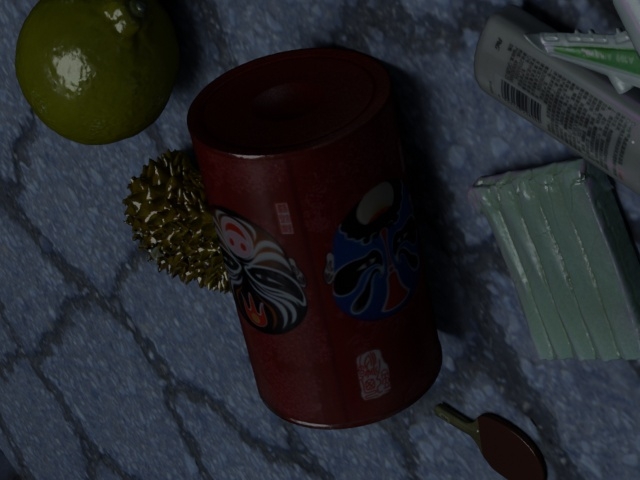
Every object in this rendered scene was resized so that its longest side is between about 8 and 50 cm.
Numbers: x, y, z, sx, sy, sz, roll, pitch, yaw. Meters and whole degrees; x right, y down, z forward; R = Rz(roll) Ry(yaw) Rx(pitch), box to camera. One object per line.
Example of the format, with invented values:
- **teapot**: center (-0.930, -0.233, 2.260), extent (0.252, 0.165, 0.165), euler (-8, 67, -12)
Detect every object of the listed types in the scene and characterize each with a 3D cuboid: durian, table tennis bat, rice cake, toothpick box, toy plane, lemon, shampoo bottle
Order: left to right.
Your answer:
- **lemon**: center (-0.248, -0.205, 1.944), extent (0.184, 0.184, 0.248), euler (52, 152, 8)
- **durian**: center (-0.129, -0.003, 2.023), extent (0.250, 0.138, 0.183), euler (21, 127, 39)
- **toothpick box**: center (0.000, 0.000, 1.741), extent (0.204, 0.204, 0.333), euler (27, 140, 43)
- **table tennis bat**: center (0.184, 0.216, 1.877), extent (0.156, 0.013, 0.087), euler (28, 143, 39)
- **rice cake**: center (0.223, 0.020, 1.584), extent (0.189, 0.037, 0.198), euler (-8, 112, 59)
- **shampoo bottle**: center (0.225, -0.107, 1.430), extent (0.227, 0.056, 0.086), euler (38, 145, 31)
- **toy plane**: center (0.263, -0.157, 1.277), extent (0.255, 0.101, 0.251), euler (54, 152, -4)
